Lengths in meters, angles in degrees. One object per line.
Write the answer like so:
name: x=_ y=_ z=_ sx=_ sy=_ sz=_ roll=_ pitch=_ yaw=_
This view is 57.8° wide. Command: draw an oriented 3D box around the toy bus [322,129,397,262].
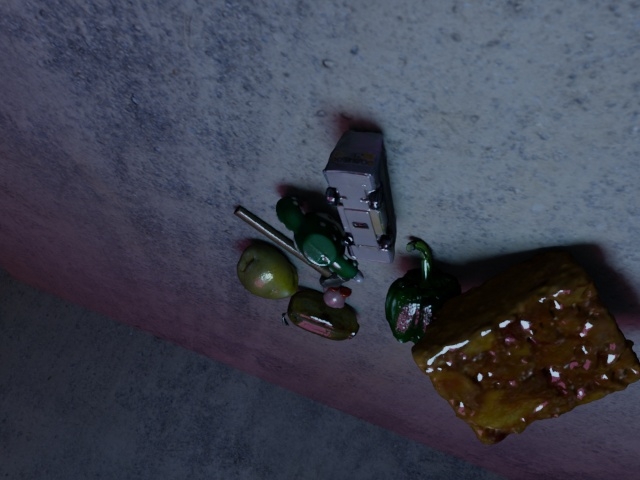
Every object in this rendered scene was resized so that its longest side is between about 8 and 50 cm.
toy bus: x=0.091 y=-0.079 z=1.146 sx=0.112 sy=0.138 sz=0.317 roll=9 pitch=150 yaw=16

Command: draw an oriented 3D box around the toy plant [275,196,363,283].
toy plant: x=-0.004 y=-0.004 z=1.338 sx=0.232 sy=0.112 sz=0.243 roll=40 pitch=-171 yaw=-36

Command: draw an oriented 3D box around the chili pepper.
chili pepper: x=0.246 y=0.127 z=1.367 sx=0.165 sy=0.173 sz=0.261 roll=30 pitch=127 yaw=40

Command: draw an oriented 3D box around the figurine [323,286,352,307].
figurine: x=0.041 y=0.165 z=1.731 sx=0.083 sy=0.067 sz=0.071 roll=37 pitch=135 yaw=7

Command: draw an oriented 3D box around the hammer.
hammer: x=-0.080 y=0.019 z=1.580 sx=0.365 sy=0.043 sz=0.111 roll=35 pitch=152 yaw=-21

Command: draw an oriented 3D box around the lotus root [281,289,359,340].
lotus root: x=0.005 y=0.237 z=1.836 sx=0.241 sy=0.123 sz=0.124 roll=22 pitch=138 yaw=-6

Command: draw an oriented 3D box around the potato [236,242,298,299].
potato: x=-0.145 y=0.097 z=1.684 sx=0.157 sy=0.157 sz=0.194 roll=-5 pitch=156 yaw=44

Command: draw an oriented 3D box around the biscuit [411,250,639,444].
biscuit: x=0.431 y=0.229 z=1.236 sx=0.395 sy=0.166 sz=0.343 roll=-30 pitch=119 yaw=18
